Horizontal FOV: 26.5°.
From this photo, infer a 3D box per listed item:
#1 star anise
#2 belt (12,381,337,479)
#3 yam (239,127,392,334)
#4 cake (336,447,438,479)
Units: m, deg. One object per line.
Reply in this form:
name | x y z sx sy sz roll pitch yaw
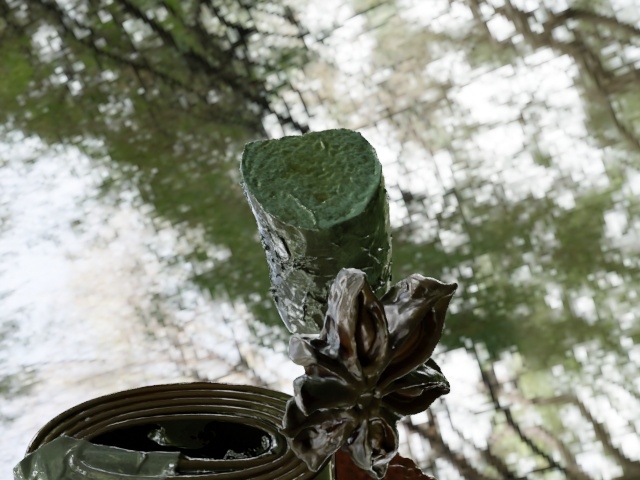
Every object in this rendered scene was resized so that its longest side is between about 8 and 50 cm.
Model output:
star anise | 0.044 0.116 1.287 0.099 0.220 0.214 36 -168 38
belt | -0.150 0.262 1.449 0.217 0.338 0.122 -90 -3 -57
yam | 0.004 0.003 1.924 0.271 0.202 0.201 84 171 -50
cake | 0.015 0.452 1.819 0.270 0.319 0.269 33 -138 10
